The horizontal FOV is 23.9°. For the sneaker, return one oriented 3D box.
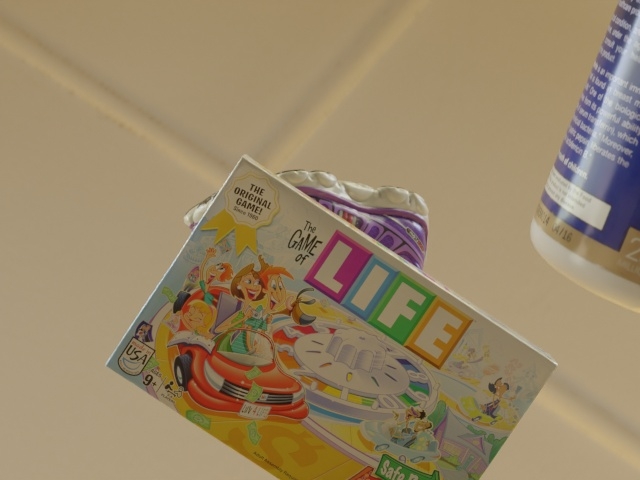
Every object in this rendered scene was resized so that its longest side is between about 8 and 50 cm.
[{"bbox_3d":[0.000,0.000,0.899,0.170,0.068,0.071,6,-108,-34],"label":"sneaker"}]

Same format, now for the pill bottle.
[{"bbox_3d":[0.239,-0.091,0.905,0.153,0.153,0.265,21,-74,7],"label":"pill bottle"}]

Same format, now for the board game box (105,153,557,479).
[{"bbox_3d":[0.004,0.049,0.623,0.154,0.026,0.103,33,-85,-2],"label":"board game box"}]
